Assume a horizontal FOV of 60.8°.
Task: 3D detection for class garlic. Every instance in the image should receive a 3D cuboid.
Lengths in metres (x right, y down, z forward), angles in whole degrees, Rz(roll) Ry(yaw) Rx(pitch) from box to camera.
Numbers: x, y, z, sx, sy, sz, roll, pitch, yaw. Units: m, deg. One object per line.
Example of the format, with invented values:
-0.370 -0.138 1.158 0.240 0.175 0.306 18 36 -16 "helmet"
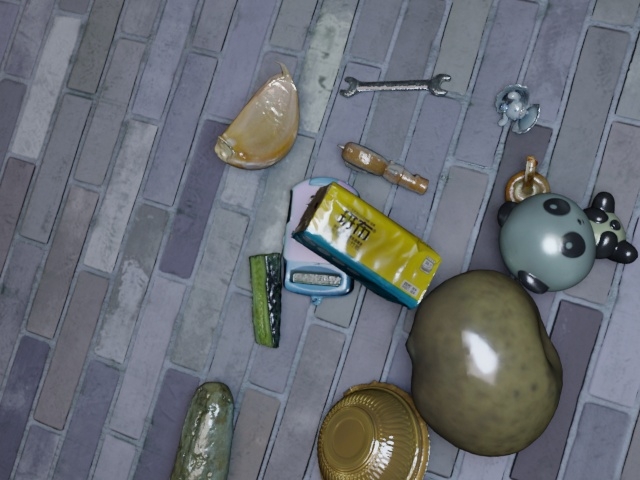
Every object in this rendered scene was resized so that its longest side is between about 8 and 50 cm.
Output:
-0.130 -0.263 1.228 0.145 0.164 0.245 31 85 29 "garlic"

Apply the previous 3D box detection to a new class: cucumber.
-0.114 0.135 1.244 0.078 0.062 0.211 -5 90 48 "cucumber"

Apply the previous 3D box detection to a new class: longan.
0.308 0.230 1.042 0.288 0.288 0.350 -10 91 10 "longan"

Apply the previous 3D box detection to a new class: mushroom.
0.439 -0.122 1.146 0.088 0.073 0.130 19 127 25 "mushroom"

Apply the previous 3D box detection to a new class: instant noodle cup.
0.079 0.406 1.092 0.274 0.090 0.274 -23 50 30 "instant noodle cup"

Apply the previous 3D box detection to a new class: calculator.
0.000 0.000 1.235 0.173 0.051 0.293 4 86 10 "calculator"

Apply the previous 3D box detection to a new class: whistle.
0.134 -0.159 1.206 0.220 0.107 0.057 24 98 -3 "whistle"

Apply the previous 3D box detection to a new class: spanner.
0.169 -0.354 1.252 0.254 0.015 0.054 1 86 11 "spanner"

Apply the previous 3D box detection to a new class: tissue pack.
0.087 0.008 1.107 0.271 0.192 0.134 34 82 -10 "tissue pack"

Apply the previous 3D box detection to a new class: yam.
-0.263 0.478 1.207 0.133 0.133 0.330 8 82 11 "yam"

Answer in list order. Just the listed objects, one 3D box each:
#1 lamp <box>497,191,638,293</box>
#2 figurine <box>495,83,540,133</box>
0.475 -0.001 1.073 0.243 0.198 0.198 -9 83 -7 "lamp"
0.416 -0.282 1.170 0.086 0.094 0.082 29 49 -15 "figurine"
